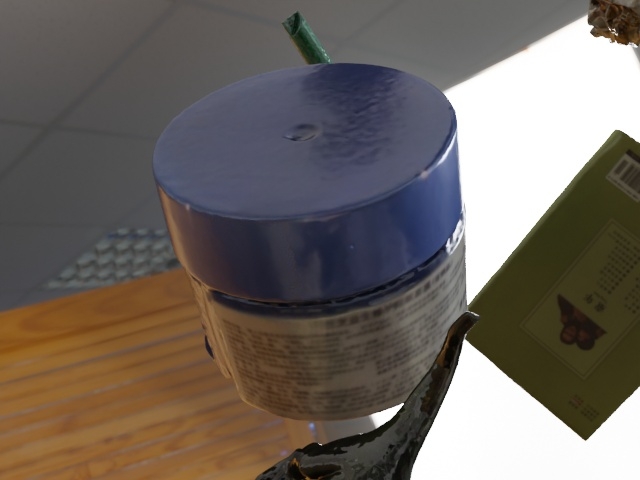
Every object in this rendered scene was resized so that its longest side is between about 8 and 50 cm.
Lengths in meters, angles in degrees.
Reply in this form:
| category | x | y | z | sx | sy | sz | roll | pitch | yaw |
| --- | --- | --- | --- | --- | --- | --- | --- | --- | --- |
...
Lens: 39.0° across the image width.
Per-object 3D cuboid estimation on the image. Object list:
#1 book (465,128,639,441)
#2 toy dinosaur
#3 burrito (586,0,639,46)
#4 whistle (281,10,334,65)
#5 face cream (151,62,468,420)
| category | x | y | z | sx | sy | sz | roll | pitch | yaw |
| --- | --- | --- | --- | --- | --- | --- | --- | --- | --- |
| book | 0.367 | 0.059 | 1.174 | 0.352 | 0.239 | 0.035 | -53 | -12 | 19 |
| toy dinosaur | 0.032 | 0.153 | 0.523 | 0.179 | 0.087 | 0.187 | -36 | 13 | 39 |
| burrito | 0.299 | -0.373 | 0.889 | 0.076 | 0.391 | 0.117 | 16 | -14 | -43 |
| whistle | 0.004 | -0.267 | 1.397 | 0.039 | 0.186 | 0.039 | -32 | 19 | 12 |
| face cream | 0.000 | 0.000 | 0.777 | 0.249 | 0.249 | 0.225 | -16 | -55 | -11 |
